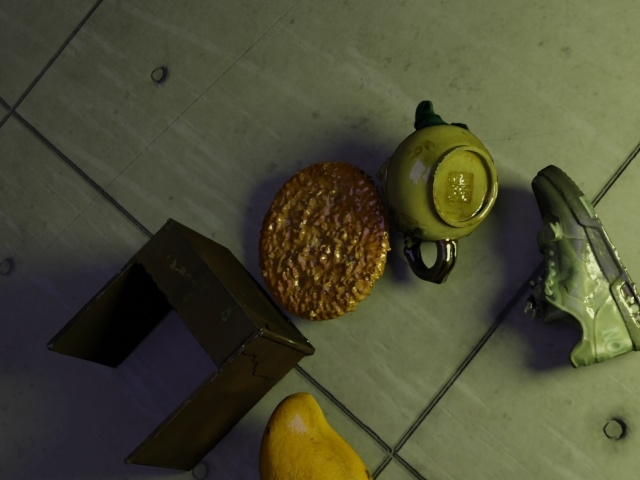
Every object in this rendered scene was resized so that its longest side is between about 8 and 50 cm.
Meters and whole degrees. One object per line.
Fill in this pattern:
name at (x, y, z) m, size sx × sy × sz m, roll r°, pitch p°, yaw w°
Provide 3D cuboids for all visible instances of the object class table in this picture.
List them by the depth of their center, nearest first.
table at (-0.213, 0.166, 1.544) m, size 0.282 × 0.196 × 0.250 m, roll -46°, pitch 65°, yaw 6°

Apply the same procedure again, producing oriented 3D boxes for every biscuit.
biscuit at (0.000, 0.000, 1.560) m, size 0.254 × 0.035 × 0.254 m, roll -8°, pitch 77°, yaw 36°

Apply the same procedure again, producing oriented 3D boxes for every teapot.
teapot at (0.160, -0.073, 1.501) m, size 0.182 × 0.173 × 0.269 m, roll 14°, pitch 104°, yaw 58°

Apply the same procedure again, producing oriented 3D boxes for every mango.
mango at (-0.003, 0.350, 1.449) m, size 0.157 × 0.109 × 0.262 m, roll -32°, pitch 60°, yaw 20°

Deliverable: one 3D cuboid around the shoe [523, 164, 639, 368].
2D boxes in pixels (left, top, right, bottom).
shoe at (0.337, 0.043, 1.404) m, size 0.149 × 0.109 × 0.293 m, roll -29°, pitch 70°, yaw 5°
